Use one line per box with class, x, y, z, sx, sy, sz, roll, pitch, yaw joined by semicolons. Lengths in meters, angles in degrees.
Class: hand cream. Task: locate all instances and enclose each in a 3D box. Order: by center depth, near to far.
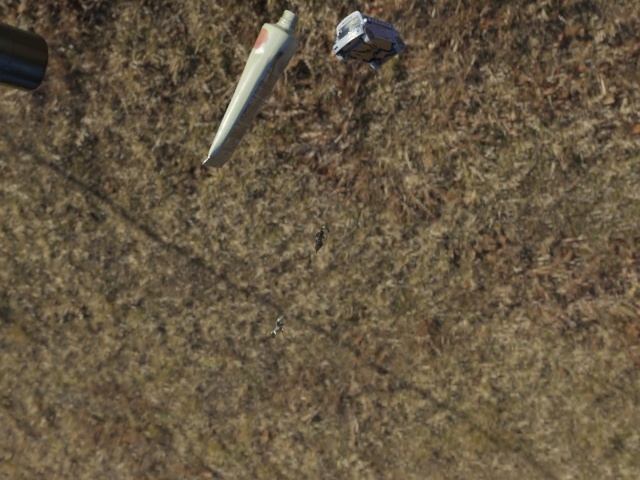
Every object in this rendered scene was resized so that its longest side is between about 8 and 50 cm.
hand cream;-0.137;-0.296;1.384;0.077;0.124;0.341;31;98;6

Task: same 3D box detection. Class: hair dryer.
hair dryer;-0.699;-0.310;1.316;0.302;0.116;0.244;-34;154;32

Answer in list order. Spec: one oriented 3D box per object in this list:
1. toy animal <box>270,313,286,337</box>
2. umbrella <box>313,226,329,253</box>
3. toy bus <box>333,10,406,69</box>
toy animal;-0.112;0.237;1.872;0.028;0.050;0.084;19;112;-14
umbrella;-0.003;-0.002;1.205;0.022;0.013;0.122;29;157;1
toy bus;0.084;-0.370;1.289;0.073;0.076;0.167;-29;167;33
